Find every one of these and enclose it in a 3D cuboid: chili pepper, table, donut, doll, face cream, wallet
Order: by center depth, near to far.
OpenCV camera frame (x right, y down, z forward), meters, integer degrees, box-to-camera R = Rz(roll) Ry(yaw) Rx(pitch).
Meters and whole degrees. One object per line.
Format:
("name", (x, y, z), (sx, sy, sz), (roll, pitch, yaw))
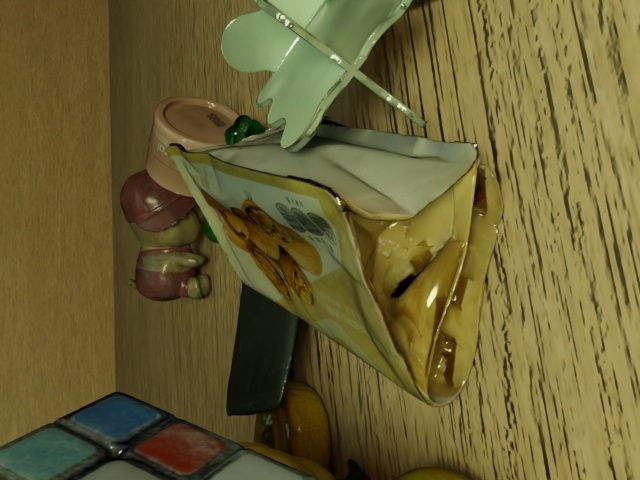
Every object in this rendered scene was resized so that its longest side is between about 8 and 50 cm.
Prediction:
("table", (0.004, -0.167, 0.569), (0.198, 0.167, 0.166), (-118, 36, -61))
("donut", (-0.037, 0.256, 0.798), (0.162, 0.066, 0.178), (-137, 51, -64))
("wallet", (-0.059, 0.092, 0.808), (0.169, 0.052, 0.245), (-29, 47, 56))
("chili pepper", (-0.113, -0.079, 0.908), (0.253, 0.084, 0.099), (-94, 28, -49))
("face cream", (-0.202, -0.154, 1.064), (0.149, 0.149, 0.104), (-114, 36, -43))
("doll", (-0.292, -0.013, 1.255), (0.196, 0.152, 0.255), (2, 108, 34))

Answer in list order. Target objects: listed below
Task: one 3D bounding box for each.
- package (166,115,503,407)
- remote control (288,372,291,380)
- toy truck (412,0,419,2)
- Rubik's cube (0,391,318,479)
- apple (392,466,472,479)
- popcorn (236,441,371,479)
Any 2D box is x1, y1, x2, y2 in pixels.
("package", (0.023, -0.022, 0.612), (0.311, 0.165, 0.221), (23, 145, 55))
("remote control", (-0.070, 0.190, 0.922), (0.124, 0.018, 0.053), (178, 93, -65))
("toy truck", (0.092, -0.223, 0.573), (0.083, 0.032, 0.024), (-160, 76, -67))
("Rubik's cube", (-0.105, 0.287, 0.311), (0.292, 0.293, 0.286), (14, 106, 27))
("apple", (0.087, 0.228, 0.485), (0.102, 0.099, 0.114), (18, 121, 58))
("popcorn", (-0.050, 0.316, 0.615), (0.297, 0.281, 0.315), (31, 143, 33))
